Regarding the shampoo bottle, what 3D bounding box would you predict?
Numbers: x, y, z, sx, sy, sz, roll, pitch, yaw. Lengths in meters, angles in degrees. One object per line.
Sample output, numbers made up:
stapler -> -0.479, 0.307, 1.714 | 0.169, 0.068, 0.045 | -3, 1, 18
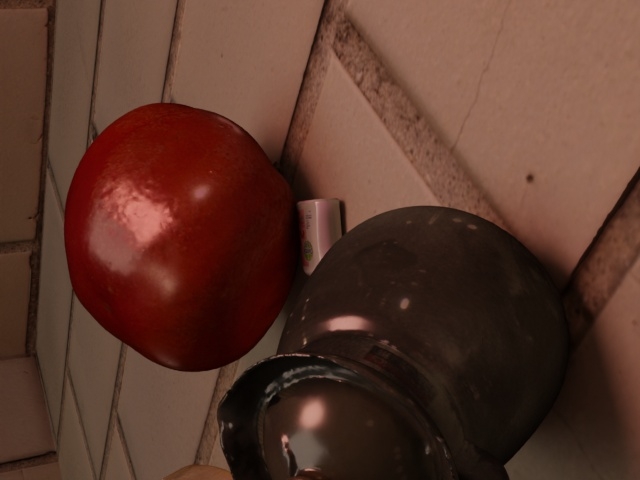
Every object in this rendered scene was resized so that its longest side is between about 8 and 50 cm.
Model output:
shampoo bottle -> 0.000, 0.000, 1.090 | 0.072, 0.043, 0.099 | 179, 86, -67

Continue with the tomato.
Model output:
tomato -> -0.172, 0.000, 1.153 | 0.293, 0.290, 0.325 | 36, 146, 18

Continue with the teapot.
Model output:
teapot -> 0.074, 0.146, 0.670 | 0.305, 0.285, 0.223 | 45, 126, 5

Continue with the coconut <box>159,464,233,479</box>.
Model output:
coconut -> -0.193, 0.474, 1.404 | 0.237, 0.237, 0.197 | 52, 171, 49
